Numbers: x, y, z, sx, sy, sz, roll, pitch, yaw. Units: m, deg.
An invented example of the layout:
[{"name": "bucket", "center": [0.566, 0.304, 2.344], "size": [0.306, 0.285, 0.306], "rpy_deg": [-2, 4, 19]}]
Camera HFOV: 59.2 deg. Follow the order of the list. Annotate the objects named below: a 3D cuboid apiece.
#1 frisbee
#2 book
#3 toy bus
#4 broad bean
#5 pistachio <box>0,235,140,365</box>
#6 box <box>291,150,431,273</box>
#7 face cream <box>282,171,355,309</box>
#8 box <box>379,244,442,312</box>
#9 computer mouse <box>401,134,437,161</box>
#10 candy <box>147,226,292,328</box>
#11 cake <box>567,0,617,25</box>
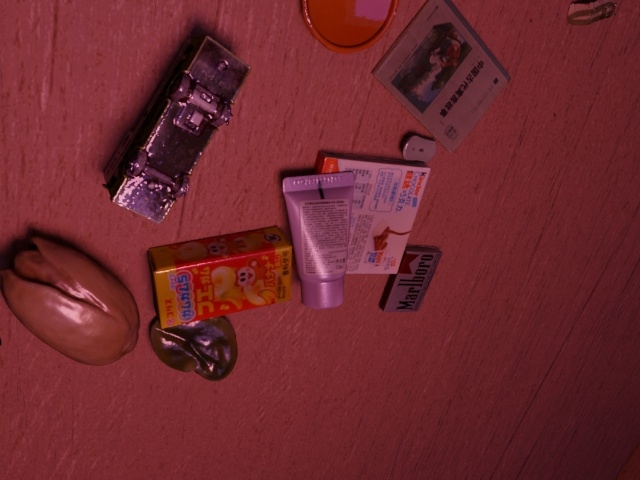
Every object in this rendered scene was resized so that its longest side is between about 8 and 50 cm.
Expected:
[{"name": "frisbee", "center": [0.051, -0.432, 0.999], "size": [0.192, 0.035, 0.192], "rpy_deg": [-13, 122, -21]}, {"name": "book", "center": [0.257, -0.340, 1.168], "size": [0.283, 0.025, 0.214], "rpy_deg": [32, 99, -35]}, {"name": "toy bus", "center": [-0.242, -0.186, 0.937], "size": [0.113, 0.139, 0.301], "rpy_deg": [30, 94, -37]}, {"name": "broad bean", "center": [-0.260, 0.219, 1.204], "size": [0.153, 0.072, 0.206], "rpy_deg": [-46, 127, -11]}, {"name": "pistachio", "center": [-0.433, 0.121, 1.005], "size": [0.293, 0.182, 0.162], "rpy_deg": [52, 51, -41]}, {"name": "box", "center": [0.088, -0.051, 1.237], "size": [0.265, 0.048, 0.273], "rpy_deg": [3, 116, -27]}, {"name": "face cream", "center": [0.000, 0.000, 1.151], "size": [0.154, 0.096, 0.273], "rpy_deg": [-6, 107, -17]}, {"name": "box", "center": [0.222, 0.097, 1.402], "size": [0.115, 0.036, 0.177], "rpy_deg": [4, 116, -29]}, {"name": "computer mouse", "center": [0.212, -0.201, 1.223], "size": [0.110, 0.032, 0.055], "rpy_deg": [3, 118, -40]}, {"name": "candy", "center": [-0.198, 0.072, 1.139], "size": [0.276, 0.088, 0.146], "rpy_deg": [-9, 123, -21]}, {"name": "cake", "center": [0.613, -0.506, 1.236], "size": [0.140, 0.055, 0.051], "rpy_deg": [-18, 118, -19]}]
